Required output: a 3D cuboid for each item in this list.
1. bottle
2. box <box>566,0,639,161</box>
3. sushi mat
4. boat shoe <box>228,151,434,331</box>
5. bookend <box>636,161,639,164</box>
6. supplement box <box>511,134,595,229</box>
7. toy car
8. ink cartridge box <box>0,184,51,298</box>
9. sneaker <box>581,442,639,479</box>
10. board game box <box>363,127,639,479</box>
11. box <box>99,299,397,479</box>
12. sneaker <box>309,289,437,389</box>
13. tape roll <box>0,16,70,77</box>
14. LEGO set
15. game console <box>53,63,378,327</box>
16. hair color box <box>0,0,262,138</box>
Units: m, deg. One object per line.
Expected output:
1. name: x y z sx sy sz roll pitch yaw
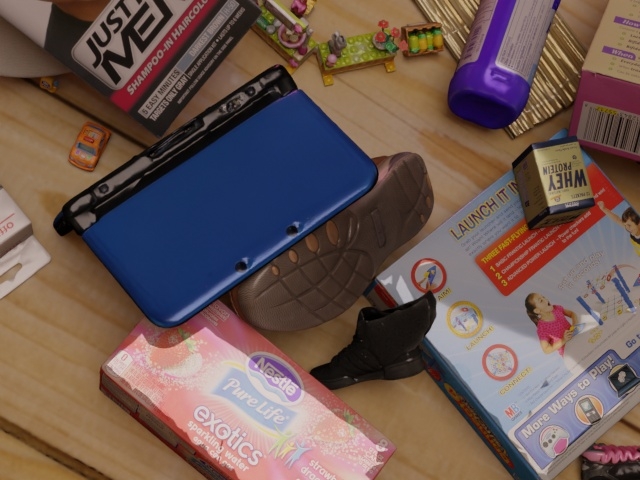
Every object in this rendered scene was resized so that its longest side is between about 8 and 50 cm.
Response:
1. bottle: 0.237 -0.278 1.698 0.092 0.118 0.283 21 73 -3
2. box: 0.429 -0.203 1.659 0.214 0.117 0.243 17 50 13
3. sushi mat: 0.211 -0.291 1.767 0.151 0.019 0.316 -33 84 -16
4. boat shoe: 0.000 0.000 1.574 0.324 0.116 0.123 -35 122 -43
5. bookend: 0.503 -0.079 1.734 0.157 0.072 0.156 -28 82 -14
6. supplement box: 0.263 -0.064 1.595 0.056 0.083 0.083 -11 79 -11
7. toy car: -0.297 -0.139 1.636 0.122 0.040 0.060 41 74 2
8. ink cartridge box: -0.396 -0.024 1.581 0.104 0.060 0.180 -39 85 -16
9. sneaker: 0.358 0.270 1.645 0.119 0.047 0.057 6 97 -7
10. board game box: 0.263 0.079 1.649 0.308 0.086 0.302 -37 84 -16
11. box: -0.084 0.191 1.530 0.300 0.154 0.142 39 74 3
12. sneaker: 0.056 0.113 1.579 0.170 0.051 0.089 -10 102 26
13. tape roll: -0.333 -0.376 1.576 0.392 0.072 0.392 -4 107 -14
14. LEGO set: 0.013 -0.264 1.683 0.287 0.107 0.132 21 74 -3
15. game console: -0.122 -0.043 1.545 0.293 0.250 0.173 -35 94 -15
16. hair color box: -0.268 -0.301 1.517 0.374 0.113 0.185 38 94 -21
